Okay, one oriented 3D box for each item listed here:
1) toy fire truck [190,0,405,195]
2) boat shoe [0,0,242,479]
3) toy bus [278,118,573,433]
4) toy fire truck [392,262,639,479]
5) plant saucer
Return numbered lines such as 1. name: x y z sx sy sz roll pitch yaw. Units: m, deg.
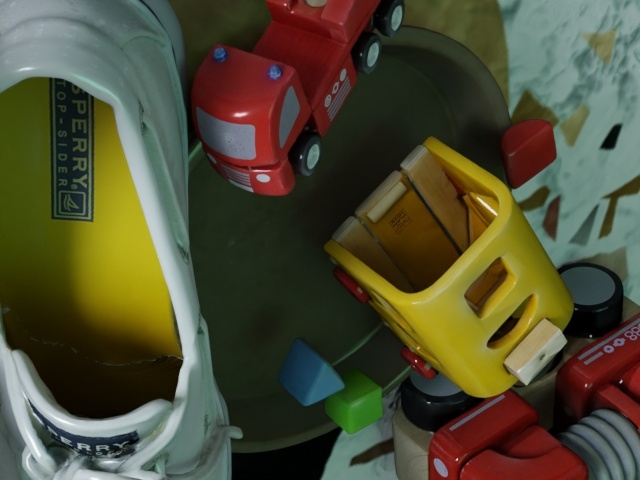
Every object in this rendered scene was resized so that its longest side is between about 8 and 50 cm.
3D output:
1. toy fire truck: -0.002 -0.130 0.565 0.192 0.047 0.135 -59 155 -22
2. boat shoe: -0.102 0.069 0.582 0.135 0.156 0.367 2 121 -3
3. toy bus: 0.093 0.038 0.745 0.202 0.104 0.191 -11 124 -35
4. toy fire truck: 0.200 0.167 0.886 0.217 0.246 0.159 -27 133 -25
5. plant saucer: 0.000 0.000 0.745 0.277 0.041 0.278 -24 133 -28
